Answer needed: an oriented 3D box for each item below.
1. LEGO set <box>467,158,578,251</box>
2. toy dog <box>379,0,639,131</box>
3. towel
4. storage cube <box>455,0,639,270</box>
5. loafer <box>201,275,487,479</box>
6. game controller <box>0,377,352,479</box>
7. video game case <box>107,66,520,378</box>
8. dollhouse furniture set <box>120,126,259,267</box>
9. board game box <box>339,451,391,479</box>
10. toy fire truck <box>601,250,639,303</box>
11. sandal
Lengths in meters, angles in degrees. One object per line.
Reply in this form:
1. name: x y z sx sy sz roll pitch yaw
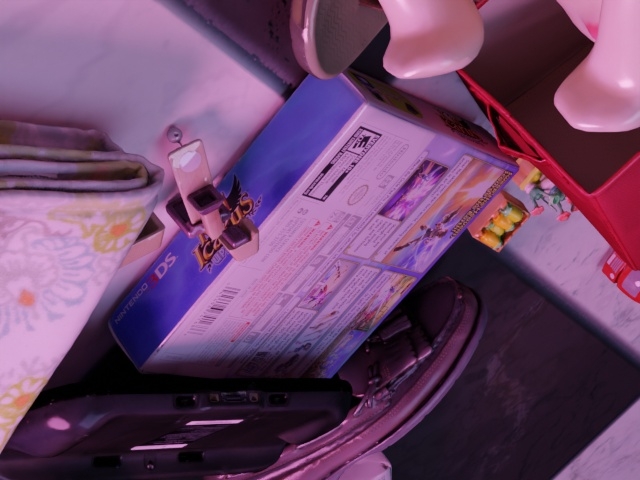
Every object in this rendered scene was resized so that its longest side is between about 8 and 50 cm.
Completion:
1. LEGO set: 0.265 -0.078 1.354 0.287 0.107 0.132 -35 150 -10
2. toy dog: 0.139 -0.251 0.817 0.408 0.284 0.395 31 69 -46
3. towel: -0.297 0.074 0.938 0.320 0.090 0.374 5 128 -51
4. storage cube: 0.236 -0.121 1.189 0.215 0.184 0.193 -43 152 4
5. loafer: 0.019 0.139 1.374 0.302 0.109 0.095 -45 123 8
6. game controller: -0.121 0.144 1.206 0.319 0.067 0.166 4 148 -46
7. video game case: 0.000 0.000 1.203 0.269 0.061 0.244 -49 149 17
8. dollhouse furniture set: -0.115 -0.018 1.043 0.114 0.091 0.081 -28 133 -15
9. board game box: -0.034 0.325 1.570 0.224 0.097 0.303 -30 148 -16
10. toy fire truck: 0.407 0.053 1.665 0.192 0.135 0.047 -5 136 -46
11. sandal: 0.102 -0.215 1.004 0.303 0.086 0.120 -39 150 -2
